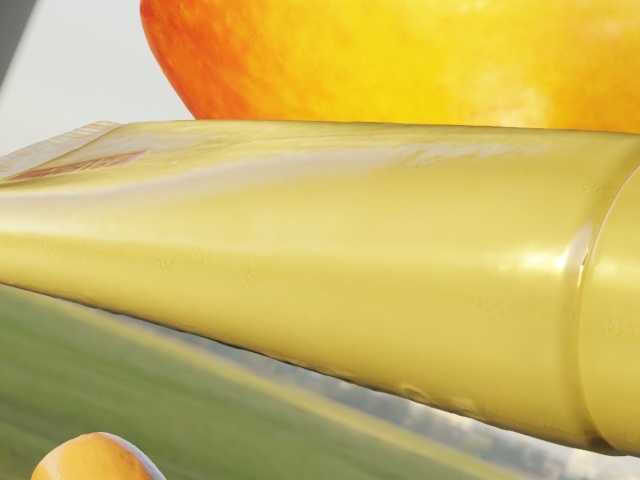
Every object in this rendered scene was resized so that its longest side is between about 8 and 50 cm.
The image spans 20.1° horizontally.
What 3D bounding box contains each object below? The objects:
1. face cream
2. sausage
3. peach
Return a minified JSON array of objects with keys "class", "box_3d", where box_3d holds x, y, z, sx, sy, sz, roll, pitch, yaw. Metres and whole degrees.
[{"class":"face cream","box_3d":[0.000,0.000,0.536,0.341,0.084,0.137,10,26,40]},{"class":"sausage","box_3d":[-0.137,0.289,1.502,0.121,0.121,0.304,27,16,-48]},{"class":"peach","box_3d":[0.093,-0.089,0.774,0.308,0.289,0.289,-17,-20,20]}]
